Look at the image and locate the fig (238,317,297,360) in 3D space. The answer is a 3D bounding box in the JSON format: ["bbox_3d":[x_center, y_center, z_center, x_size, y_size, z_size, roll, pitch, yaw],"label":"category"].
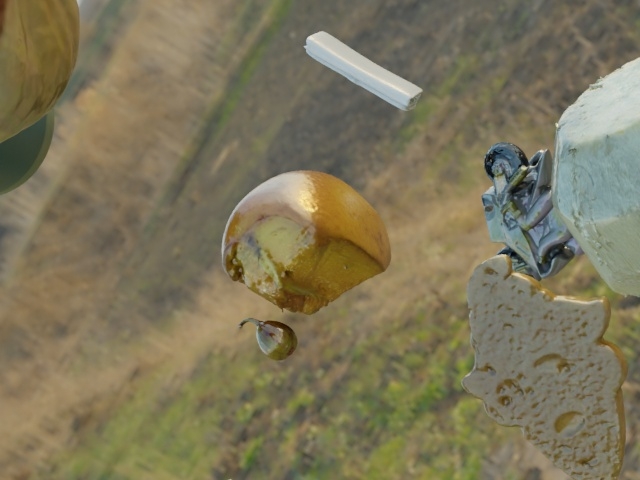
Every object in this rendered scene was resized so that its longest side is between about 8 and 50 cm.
[{"bbox_3d":[-0.070,0.124,1.942,0.050,0.083,0.050,-50,-22,-29],"label":"fig"}]

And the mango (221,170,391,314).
[{"bbox_3d":[0.000,0.000,2.093,0.350,0.201,0.199,-13,-73,-64],"label":"mango"}]

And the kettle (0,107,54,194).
[{"bbox_3d":[-0.586,-0.155,2.216,0.342,0.247,0.319,-1,-85,-74],"label":"kettle"}]

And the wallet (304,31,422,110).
[{"bbox_3d":[0.043,-0.169,1.474,0.025,0.122,0.061,-60,-7,14],"label":"wallet"}]

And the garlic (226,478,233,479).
[{"bbox_3d":[-0.084,0.323,1.367,0.257,0.207,0.207,-18,41,56],"label":"garlic"}]

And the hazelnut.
[{"bbox_3d":[-0.374,-0.226,1.558,0.261,0.261,0.241,-83,10,-62],"label":"hazelnut"}]

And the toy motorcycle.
[{"bbox_3d":[0.298,-0.026,2.020,0.152,0.225,0.073,11,32,34],"label":"toy motorcycle"}]

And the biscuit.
[{"bbox_3d":[0.213,0.124,1.369,0.162,0.250,0.035,-23,8,29],"label":"biscuit"}]

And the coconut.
[{"bbox_3d":[0.368,-0.056,1.508,0.245,0.247,0.245,-32,23,15],"label":"coconut"}]
